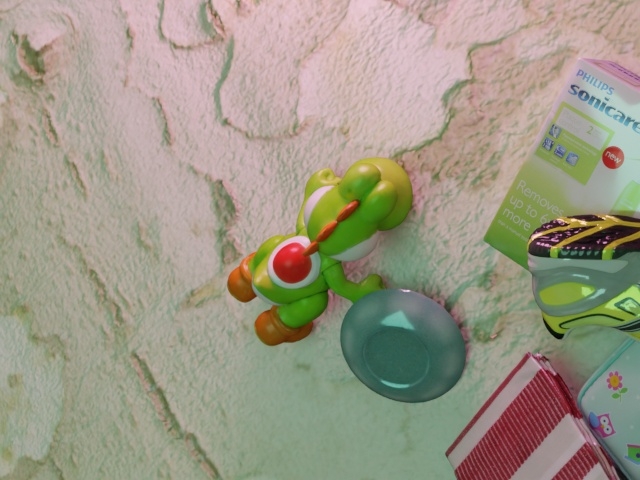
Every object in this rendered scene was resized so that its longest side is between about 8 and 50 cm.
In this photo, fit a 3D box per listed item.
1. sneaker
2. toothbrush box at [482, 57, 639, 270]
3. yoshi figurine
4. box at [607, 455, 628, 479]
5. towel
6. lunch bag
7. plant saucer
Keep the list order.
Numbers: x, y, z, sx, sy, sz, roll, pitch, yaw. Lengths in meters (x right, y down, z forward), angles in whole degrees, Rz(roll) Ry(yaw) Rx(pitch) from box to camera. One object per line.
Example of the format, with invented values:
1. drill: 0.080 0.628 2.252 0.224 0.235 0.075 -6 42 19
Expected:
1. sneaker: 0.450 0.054 1.641 0.385 0.145 0.147 4 115 21
2. toothbrush box: 0.380 -0.070 1.776 0.206 0.122 0.283 36 111 24
3. yoshi figurine: 0.022 -0.001 2.017 0.362 0.204 0.203 -46 30 42
4. box: 0.406 0.413 1.807 0.182 0.119 0.181 42 116 24
5. towel: 0.298 0.342 1.792 0.237 0.037 0.329 -56 42 30
6. lunch bag: 0.484 0.191 1.739 0.279 0.108 0.224 -50 61 24
7. plant saucer: 0.116 0.165 1.977 0.195 0.037 0.195 8 118 16
